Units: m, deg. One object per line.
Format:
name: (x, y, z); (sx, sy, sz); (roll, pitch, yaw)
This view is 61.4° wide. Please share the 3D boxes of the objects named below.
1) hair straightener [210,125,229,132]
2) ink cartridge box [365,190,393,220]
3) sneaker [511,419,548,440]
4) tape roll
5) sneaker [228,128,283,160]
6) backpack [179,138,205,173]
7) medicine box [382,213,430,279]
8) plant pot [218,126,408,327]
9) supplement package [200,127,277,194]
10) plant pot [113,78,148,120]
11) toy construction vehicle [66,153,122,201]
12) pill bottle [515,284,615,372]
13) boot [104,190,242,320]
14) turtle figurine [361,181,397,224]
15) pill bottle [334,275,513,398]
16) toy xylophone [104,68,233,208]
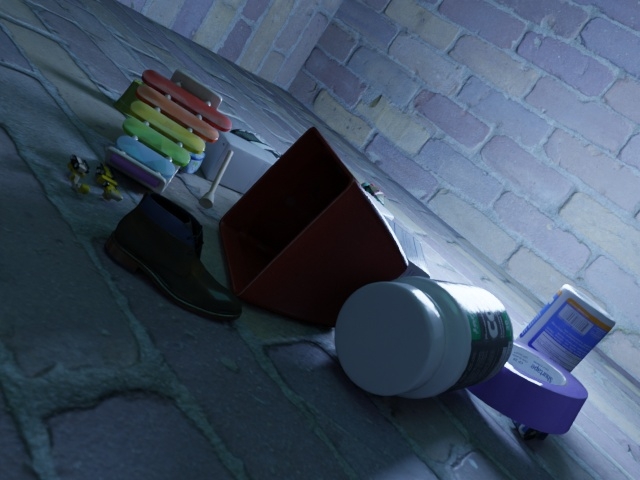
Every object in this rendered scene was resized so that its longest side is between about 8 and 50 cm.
hair straightener: (-0.361, -0.361, 1.616); (0.230, 0.047, 0.089); (31, 17, -31)
ink cartridge box: (0.110, -0.106, 1.736); (0.219, 0.093, 0.160); (15, 26, -50)
sneaker: (0.451, 0.385, 1.144); (0.135, 0.052, 0.058); (21, 18, -42)
tape roll: (0.424, 0.294, 1.167); (0.274, 0.090, 0.275); (22, 12, -5)
sneaker: (-0.173, -0.251, 1.600); (0.234, 0.078, 0.106); (31, 15, -27)
backpack: (-0.313, -0.208, 1.202); (0.114, 0.084, 0.105); (37, 19, -9)
medicine box: (0.094, 0.017, 1.273); (0.289, 0.149, 0.263); (34, 17, -4)
plant pot: (0.000, 0.000, 0.990); (0.235, 0.267, 0.267); (40, 12, -32)
supplement package: (-0.197, -0.187, 1.335); (0.179, 0.105, 0.105); (22, 22, -41)
plant pot: (-0.450, -0.348, 1.323); (0.083, 0.079, 0.083); (32, 16, -10)
toy construction vehicle: (-0.372, -0.097, 0.883); (0.098, 0.035, 0.086); (50, 11, 34)
pill bottle: (0.604, 0.261, 1.389); (0.152, 0.272, 0.152); (31, 17, -11)
boot: (-0.188, 0.025, 0.768); (0.219, 0.106, 0.082); (32, 17, -10)
turtle figurine: (0.181, -0.135, 1.937); (0.175, 0.118, 0.234); (17, 30, -47)
pill bottle: (0.193, 0.169, 0.956); (0.204, 0.204, 0.361); (46, 19, 31)
toy xylophone: (-0.284, -0.203, 1.086); (0.236, 0.081, 0.323); (25, 46, -20)
